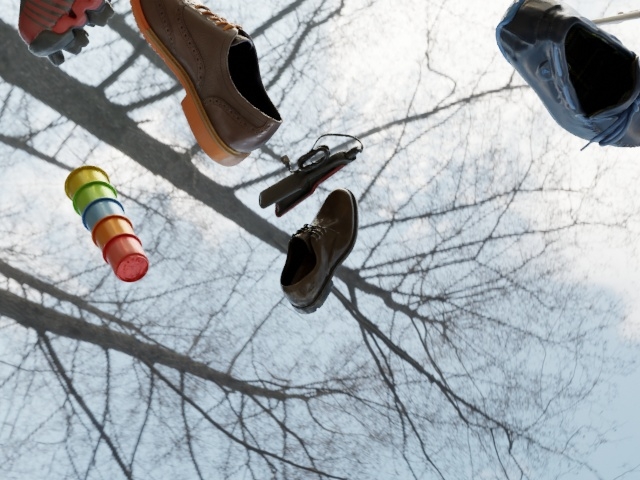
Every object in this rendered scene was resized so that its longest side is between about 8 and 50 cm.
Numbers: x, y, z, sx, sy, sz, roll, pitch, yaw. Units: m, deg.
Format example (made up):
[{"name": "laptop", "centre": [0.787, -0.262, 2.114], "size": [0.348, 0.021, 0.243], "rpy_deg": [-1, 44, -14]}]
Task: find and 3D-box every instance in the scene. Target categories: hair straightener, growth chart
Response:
[{"name": "hair straightener", "centre": [-0.025, -0.113, 1.158], "size": [0.230, 0.089, 0.047], "rpy_deg": [-27, -128, 35]}, {"name": "growth chart", "centre": [0.566, -0.397, 1.216], "size": [0.171, 0.237, 0.021], "rpy_deg": [1, -71, 43]}]

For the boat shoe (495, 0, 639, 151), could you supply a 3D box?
[{"name": "boat shoe", "centre": [0.270, -0.145, 0.686], "size": [0.089, 0.258, 0.109], "rpy_deg": [43, -68, 50]}]

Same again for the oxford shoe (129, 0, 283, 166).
[{"name": "oxford shoe", "centre": [-0.165, -0.299, 1.029], "size": [0.132, 0.130, 0.364], "rpy_deg": [-27, -88, 33]}]

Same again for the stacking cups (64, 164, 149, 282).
[{"name": "stacking cups", "centre": [-0.410, -0.026, 1.339], "size": [0.096, 0.096, 0.316], "rpy_deg": [-38, -131, -2]}]

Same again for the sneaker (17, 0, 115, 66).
[{"name": "sneaker", "centre": [-0.183, -0.276, 0.529], "size": [0.276, 0.135, 0.098], "rpy_deg": [-59, -151, 12]}]

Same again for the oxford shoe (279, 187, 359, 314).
[{"name": "oxford shoe", "centre": [0.000, 0.000, 1.132], "size": [0.082, 0.096, 0.227], "rpy_deg": [5, -119, 32]}]
